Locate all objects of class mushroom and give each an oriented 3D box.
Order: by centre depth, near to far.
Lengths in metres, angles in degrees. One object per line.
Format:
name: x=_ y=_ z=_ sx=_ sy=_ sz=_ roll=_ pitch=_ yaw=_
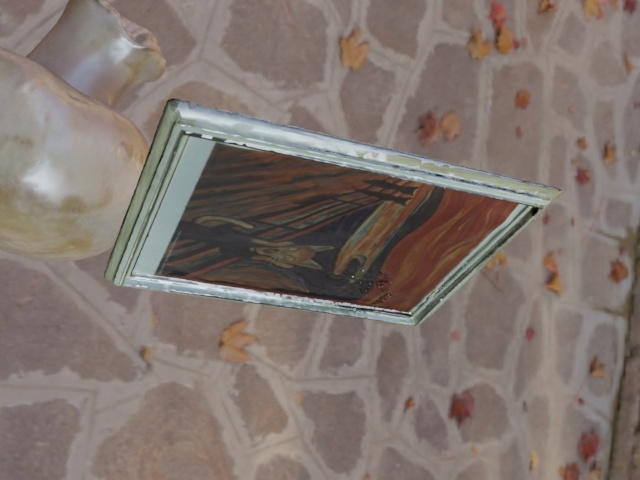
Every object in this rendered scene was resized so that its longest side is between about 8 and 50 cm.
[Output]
mushroom: x=-0.304 y=-0.131 z=0.936 sx=0.297 sy=0.298 sz=0.290 roll=36 pitch=72 yaw=-35

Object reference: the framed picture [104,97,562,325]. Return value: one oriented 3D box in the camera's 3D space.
framed picture: x=0.000 y=0.000 z=0.617 sx=0.274 sy=0.216 sz=0.016 roll=10 pitch=56 yaw=-19
